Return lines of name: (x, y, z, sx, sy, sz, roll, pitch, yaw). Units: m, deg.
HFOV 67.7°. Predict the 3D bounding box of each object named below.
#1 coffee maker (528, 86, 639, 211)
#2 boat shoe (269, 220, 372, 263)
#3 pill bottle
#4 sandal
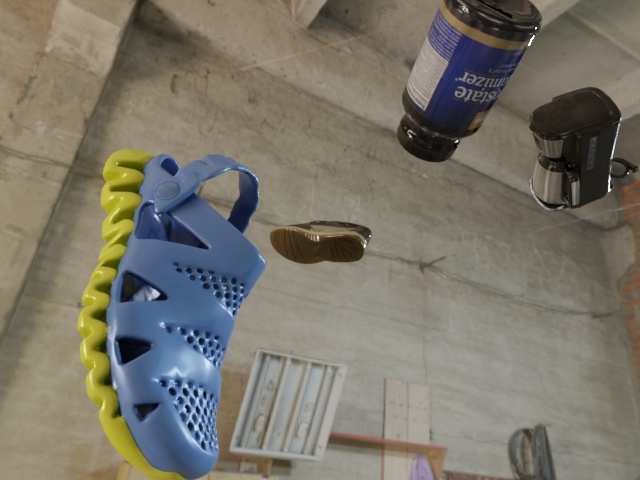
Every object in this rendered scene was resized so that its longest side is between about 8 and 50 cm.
coffee maker: (0.436, -0.158, 0.795, 0.171, 0.120, 0.178, -33, -41, -5)
boat shoe: (0.000, 0.000, 0.650, 0.152, 0.049, 0.056, 7, -60, 32)
pill bottle: (0.183, -0.217, 0.641, 0.122, 0.123, 0.219, 11, -40, -8)
sandal: (-0.111, 0.031, 0.406, 0.138, 0.318, 0.126, -13, -32, -1)
